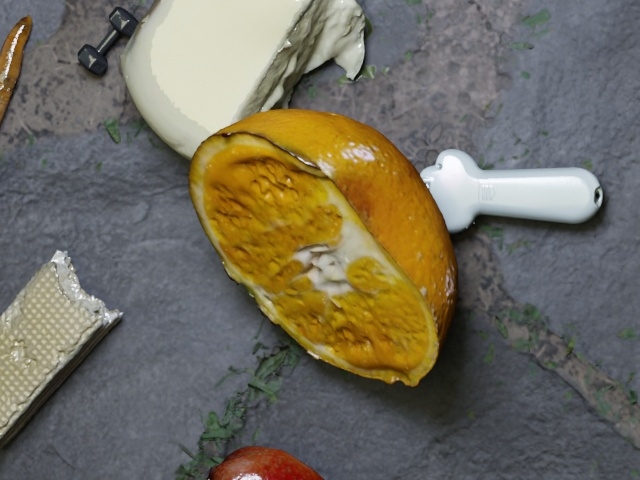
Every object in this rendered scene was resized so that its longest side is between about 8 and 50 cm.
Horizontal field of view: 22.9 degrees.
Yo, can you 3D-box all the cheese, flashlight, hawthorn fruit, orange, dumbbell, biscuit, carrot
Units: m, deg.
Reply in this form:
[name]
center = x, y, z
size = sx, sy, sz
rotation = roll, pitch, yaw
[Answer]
[cheese]
center = -0.090, -0.213, 1.772
size = 0.233, 0.127, 0.266
rotation = 36, 100, 10
[flashlight]
center = 0.208, -0.052, 1.731
size = 0.200, 0.047, 0.093
rotation = 2, 92, 12
[hawthorn fruit]
center = -0.057, 0.320, 1.734
size = 0.188, 0.169, 0.169
rotation = 38, 98, 8
[orange]
center = 0.002, -0.004, 1.677
size = 0.310, 0.274, 0.274
rotation = 19, 94, -22
[dumbbell]
center = -0.249, -0.235, 1.857
size = 0.036, 0.040, 0.083
rotation = 38, 100, -20
[biscuit]
center = -0.347, 0.132, 1.862
size = 0.108, 0.062, 0.239
rotation = 44, 99, 11
[carrot]
center = -0.379, -0.194, 1.893
size = 0.035, 0.035, 0.165
rotation = 23, 92, 14
